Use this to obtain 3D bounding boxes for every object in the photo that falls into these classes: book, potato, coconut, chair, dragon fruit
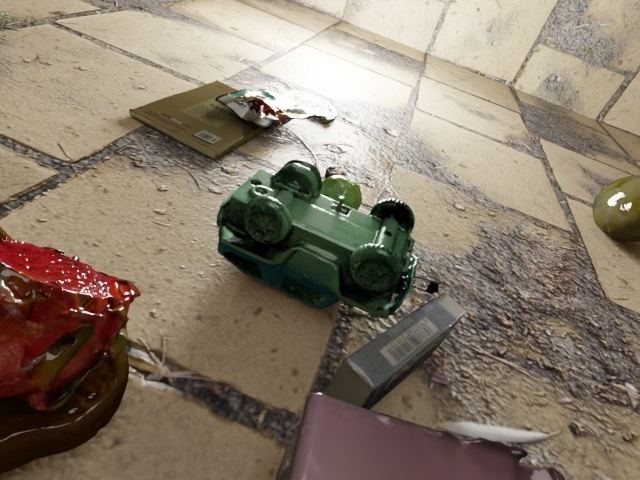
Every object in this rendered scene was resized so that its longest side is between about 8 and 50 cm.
[{"bbox_3d":[-0.239,-0.290,0.924,0.217,0.021,0.310,27,38,9],"label":"book"},{"bbox_3d":[0.815,-0.086,1.039,0.178,0.160,0.235,8,36,23],"label":"potato"},{"bbox_3d":[0.033,-0.080,0.749,0.088,0.088,0.096,28,44,9],"label":"coconut"},{"bbox_3d":[0.158,0.058,0.677,0.086,0.037,0.042,17,49,1],"label":"chair"},{"bbox_3d":[-0.248,0.069,0.306,0.133,0.150,0.208,12,33,41],"label":"dragon fruit"}]

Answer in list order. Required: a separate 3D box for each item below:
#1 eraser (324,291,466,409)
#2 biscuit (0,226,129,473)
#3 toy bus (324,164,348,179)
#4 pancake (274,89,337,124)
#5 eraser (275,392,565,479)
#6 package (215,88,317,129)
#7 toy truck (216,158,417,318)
[{"bbox_3d":[0.100,0.141,0.505,0.212,0.092,0.046,-21,54,-41],"label":"eraser"},{"bbox_3d":[-0.372,0.105,0.349,0.381,0.074,0.359,19,39,-7],"label":"biscuit"},{"bbox_3d":[0.042,-0.115,0.836,0.043,0.031,0.110,-6,46,-21],"label":"toy bus"},{"bbox_3d":[-0.040,-0.377,1.122,0.184,0.020,0.190,-7,45,-32],"label":"pancake"},{"bbox_3d":[0.070,0.319,0.261,0.272,0.122,0.359,16,37,-3],"label":"eraser"},{"bbox_3d":[-0.126,-0.331,0.977,0.166,0.040,0.232,35,39,18],"label":"package"},{"bbox_3d":[0.000,0.000,0.576,0.279,0.156,0.155,25,38,4],"label":"toy truck"}]
